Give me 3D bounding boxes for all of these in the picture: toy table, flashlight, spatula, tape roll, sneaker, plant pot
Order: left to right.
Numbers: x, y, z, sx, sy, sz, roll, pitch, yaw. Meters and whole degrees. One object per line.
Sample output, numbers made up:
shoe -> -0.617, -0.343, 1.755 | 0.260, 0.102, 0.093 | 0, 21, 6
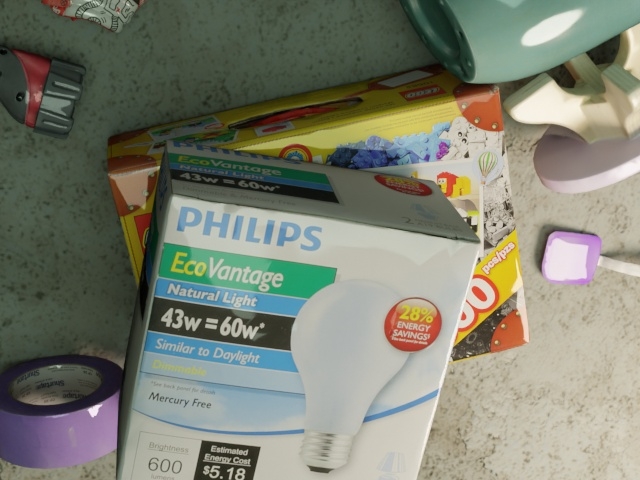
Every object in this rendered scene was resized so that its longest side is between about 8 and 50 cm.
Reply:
flashlight -> -0.457, -0.214, 1.475 | 0.304, 0.103, 0.103 | 13, 109, -16
sneaker -> -0.332, -0.369, 1.450 | 0.270, 0.090, 0.145 | 31, 98, -21
tape roll -> -0.358, 0.231, 1.598 | 0.189, 0.189, 0.080 | -5, 109, -9
plant pot -> 0.231, -0.332, 1.441 | 0.235, 0.293, 0.293 | -34, 111, -7
toy table -> 0.388, -0.204, 1.577 | 0.274, 0.252, 0.161 | -42, 128, -6
spatula -> 0.478, 0.044, 1.764 | 0.297, 0.030, 0.084 | 9, 107, -5

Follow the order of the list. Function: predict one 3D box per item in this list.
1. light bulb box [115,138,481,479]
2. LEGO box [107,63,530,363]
light bulb box -> -0.041, 0.102, 1.386 | 0.358, 0.225, 0.360 | 8, 109, -12
LEGO box -> 0.000, 0.000, 1.583 | 0.501, 0.193, 0.372 | -13, 111, -6
